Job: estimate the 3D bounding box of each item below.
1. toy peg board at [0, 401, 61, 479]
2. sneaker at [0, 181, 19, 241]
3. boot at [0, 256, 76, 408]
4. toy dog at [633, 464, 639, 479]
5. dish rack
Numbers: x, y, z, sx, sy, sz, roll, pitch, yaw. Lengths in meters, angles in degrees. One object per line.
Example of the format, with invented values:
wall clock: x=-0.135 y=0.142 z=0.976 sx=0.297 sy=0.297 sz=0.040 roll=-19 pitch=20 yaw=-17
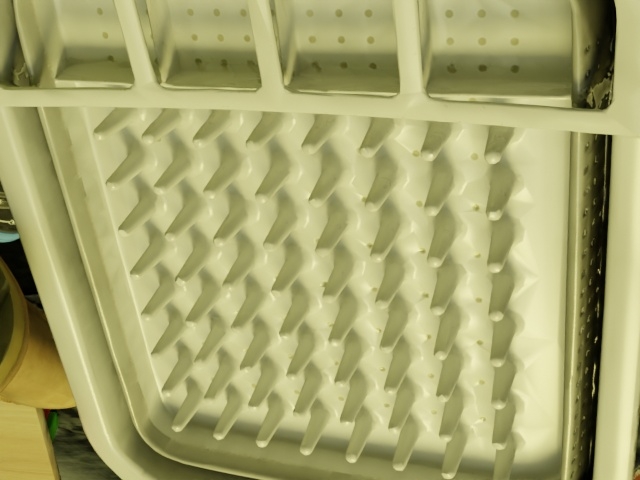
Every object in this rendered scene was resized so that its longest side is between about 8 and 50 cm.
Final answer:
toy peg board: x=-0.321 y=0.159 z=0.877 sx=0.161 sy=0.079 sz=0.161 roll=3 pitch=134 yaw=0
sneaker: x=-0.199 y=-0.070 z=0.487 sx=0.078 sy=0.067 sz=0.188 roll=-31 pitch=137 yaw=13
boot: x=-0.205 y=0.051 z=0.569 sx=0.236 sy=0.089 sz=0.269 roll=32 pitch=166 yaw=24
toy dog: x=0.315 y=0.151 z=0.692 sx=0.220 sy=0.161 sz=0.333 roll=-16 pitch=144 yaw=30
dish rack: x=0.000 y=0.000 z=0.430 sx=0.285 sy=0.072 sz=0.333 roll=5 pitch=123 yaw=19
